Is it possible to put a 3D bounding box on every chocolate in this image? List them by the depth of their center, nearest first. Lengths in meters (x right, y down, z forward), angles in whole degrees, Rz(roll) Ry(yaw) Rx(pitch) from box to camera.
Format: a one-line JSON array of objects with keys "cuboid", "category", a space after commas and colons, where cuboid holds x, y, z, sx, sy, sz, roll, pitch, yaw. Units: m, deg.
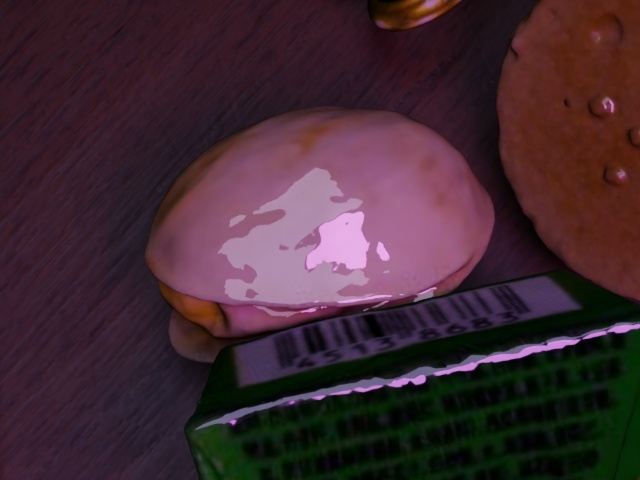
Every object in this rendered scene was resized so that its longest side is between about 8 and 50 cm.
[{"cuboid": [0.093, 0.215, 1.147, 0.360, 0.161, 0.341, -13, 115, -4], "category": "chocolate"}]

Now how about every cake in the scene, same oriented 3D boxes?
[{"cuboid": [0.370, -0.129, 1.282, 0.321, 0.332, 0.332, -20, 73, -45], "category": "cake"}]

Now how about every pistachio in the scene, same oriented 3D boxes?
[{"cuboid": [0.000, 0.000, 1.241, 0.308, 0.230, 0.230, -19, 76, -8], "category": "pistachio"}]

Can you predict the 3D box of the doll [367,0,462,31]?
[{"cuboid": [0.121, -0.382, 1.378, 0.339, 0.209, 0.318, -28, 45, -9], "category": "doll"}]
